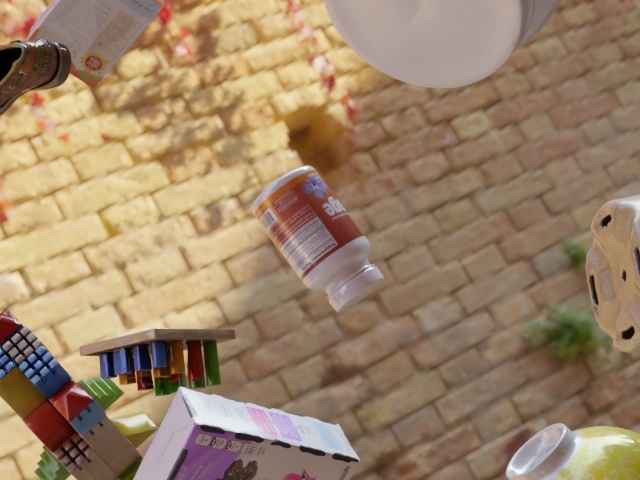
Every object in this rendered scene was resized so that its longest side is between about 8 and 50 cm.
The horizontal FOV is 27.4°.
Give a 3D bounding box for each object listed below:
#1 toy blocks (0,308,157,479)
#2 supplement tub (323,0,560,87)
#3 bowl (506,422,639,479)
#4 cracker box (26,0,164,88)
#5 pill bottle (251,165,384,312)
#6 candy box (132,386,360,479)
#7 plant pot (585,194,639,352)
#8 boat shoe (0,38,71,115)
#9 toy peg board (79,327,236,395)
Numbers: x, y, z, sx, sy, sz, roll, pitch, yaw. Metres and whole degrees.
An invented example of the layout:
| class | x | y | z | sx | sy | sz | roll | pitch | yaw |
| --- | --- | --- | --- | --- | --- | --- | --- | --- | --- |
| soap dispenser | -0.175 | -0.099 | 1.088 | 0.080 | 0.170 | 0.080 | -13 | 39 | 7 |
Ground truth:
| class | x | y | z | sx | sy | sz | roll | pitch | yaw |
| --- | --- | --- | --- | --- | --- | --- | --- | --- | --- |
| toy blocks | -0.422 | 0.244 | 2.039 | 0.191 | 0.381 | 0.261 | -42 | -35 | -13 |
| supplement tub | 0.151 | -0.327 | 1.318 | 0.235 | 0.235 | 0.325 | -41 | 15 | 48 |
| bowl | 0.364 | 0.364 | 1.928 | 0.289 | 0.156 | 0.289 | -42 | 6 | 5 |
| cracker box | -0.416 | -0.413 | 2.435 | 0.232 | 0.156 | 0.067 | -42 | 27 | 29 |
| pill bottle | 0.000 | 0.000 | 2.045 | 0.121 | 0.216 | 0.121 | -36 | -9 | -7 |
| candy box | -0.084 | 0.253 | 1.348 | 0.196 | 0.070 | 0.164 | 17 | -71 | -29 |
| plant pot | 0.568 | 0.037 | 1.911 | 0.306 | 0.333 | 0.334 | -4 | -16 | -12 |
| boat shoe | -0.579 | -0.295 | 2.330 | 0.307 | 0.110 | 0.104 | -19 | -17 | 37 |
| toy peg board | -0.228 | 0.177 | 1.873 | 0.161 | 0.079 | 0.161 | -16 | -13 | 38 |
